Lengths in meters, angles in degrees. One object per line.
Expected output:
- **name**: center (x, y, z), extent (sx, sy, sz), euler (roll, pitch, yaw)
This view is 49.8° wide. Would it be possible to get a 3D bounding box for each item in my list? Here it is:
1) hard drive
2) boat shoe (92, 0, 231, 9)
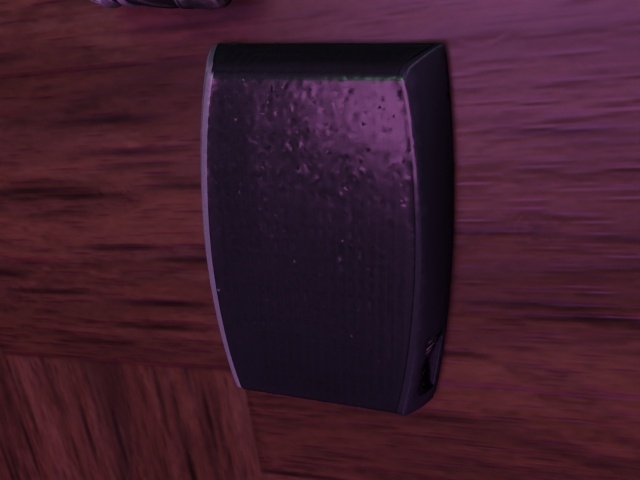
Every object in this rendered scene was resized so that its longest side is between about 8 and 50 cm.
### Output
- **hard drive**: center (0.000, 0.000, 0.465), extent (0.172, 0.054, 0.254), euler (6, 114, 18)
- **boat shoe**: center (-0.078, -0.286, 0.349), extent (0.119, 0.121, 0.335), euler (11, 127, 7)
